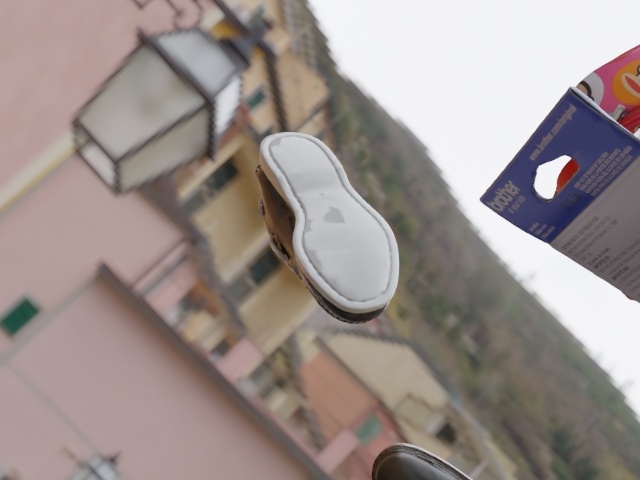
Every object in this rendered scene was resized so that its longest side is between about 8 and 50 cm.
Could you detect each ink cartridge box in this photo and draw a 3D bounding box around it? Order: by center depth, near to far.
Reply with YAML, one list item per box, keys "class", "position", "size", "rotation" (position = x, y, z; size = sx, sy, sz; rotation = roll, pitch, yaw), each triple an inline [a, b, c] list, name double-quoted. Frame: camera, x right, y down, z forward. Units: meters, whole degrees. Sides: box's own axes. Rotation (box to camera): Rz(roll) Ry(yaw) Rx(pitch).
- class: "ink cartridge box"
  position: [0.251, 0.014, 0.903]
  size: [0.311, 0.065, 0.186]
  rotation: [31, -19, 1]

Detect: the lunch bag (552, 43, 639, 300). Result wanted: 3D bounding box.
- class: "lunch bag"
  position: [0.357, -0.078, 1.685]
  size: [0.120, 0.258, 0.293]
  rotation: [60, -7, 42]

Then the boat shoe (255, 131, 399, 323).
- class: "boat shoe"
  position: [0.000, 0.000, 0.725]
  size: [0.125, 0.046, 0.038]
  rotation: [-122, -149, -46]

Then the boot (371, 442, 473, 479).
- class: "boot"
  position: [0.110, 0.246, 1.197]
  size: [0.219, 0.082, 0.106]
  rotation: [50, 13, 6]
